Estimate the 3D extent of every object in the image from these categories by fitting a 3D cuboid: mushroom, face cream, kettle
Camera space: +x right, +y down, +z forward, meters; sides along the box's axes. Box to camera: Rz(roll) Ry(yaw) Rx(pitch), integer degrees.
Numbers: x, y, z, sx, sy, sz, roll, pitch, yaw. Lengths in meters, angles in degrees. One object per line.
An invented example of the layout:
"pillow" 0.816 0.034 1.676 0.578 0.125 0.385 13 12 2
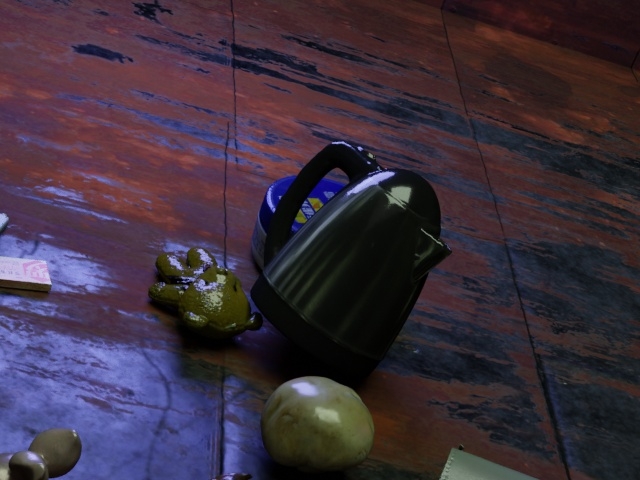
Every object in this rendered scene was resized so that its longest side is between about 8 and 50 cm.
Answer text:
"mushroom" -0.004 0.232 1.896 0.148 0.112 0.148 15 27 -8
"face cream" 0.000 0.000 2.308 0.205 0.111 0.206 16 29 -9
"kettle" 0.057 0.016 2.102 0.207 0.271 0.251 32 12 -21

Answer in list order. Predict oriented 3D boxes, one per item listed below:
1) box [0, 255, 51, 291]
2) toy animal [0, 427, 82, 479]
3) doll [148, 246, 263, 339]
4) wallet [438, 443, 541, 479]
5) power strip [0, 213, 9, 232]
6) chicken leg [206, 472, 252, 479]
"box" -0.411 0.044 2.050 0.093 0.015 0.058 7 29 -24
"toy animal" -0.322 0.253 1.544 0.124 0.212 0.124 23 27 -13
"doll" -0.164 0.059 2.114 0.137 0.097 0.209 -1 30 -30
"wallet" 0.241 0.359 1.890 0.231 0.069 0.170 21 45 7
"power strip" -0.465 -0.016 2.117 0.040 0.016 0.090 23 29 1
"chicken leg" -0.160 0.389 1.489 0.409 0.182 0.295 -8 56 -37
